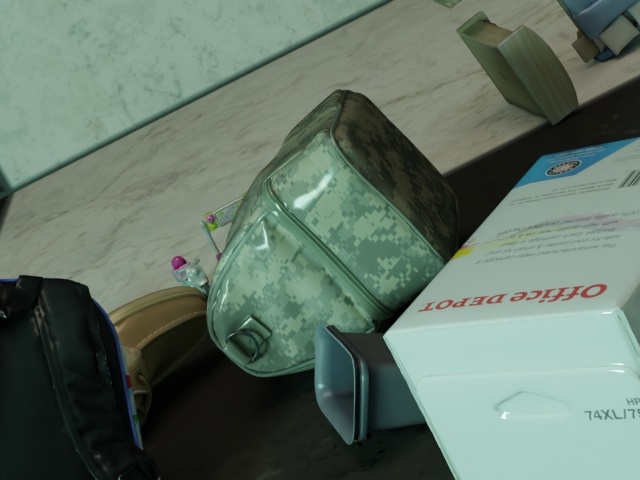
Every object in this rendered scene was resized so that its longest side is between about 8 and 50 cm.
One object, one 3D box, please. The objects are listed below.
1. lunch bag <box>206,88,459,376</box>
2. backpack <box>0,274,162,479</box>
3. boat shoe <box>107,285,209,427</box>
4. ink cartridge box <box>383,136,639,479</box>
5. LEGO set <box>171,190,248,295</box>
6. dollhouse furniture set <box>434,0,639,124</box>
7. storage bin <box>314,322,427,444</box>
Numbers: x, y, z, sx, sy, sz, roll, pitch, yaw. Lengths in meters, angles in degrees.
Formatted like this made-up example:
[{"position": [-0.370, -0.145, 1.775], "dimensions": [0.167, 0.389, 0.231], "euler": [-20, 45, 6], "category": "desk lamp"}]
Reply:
[{"position": [0.000, 0.000, 1.511], "dimensions": [0.256, 0.212, 0.305], "euler": [-40, 11, 16], "category": "lunch bag"}, {"position": [-0.292, 0.172, 1.291], "dimensions": [0.276, 0.263, 0.213], "euler": [4, -23, -23], "category": "backpack"}, {"position": [-0.242, 0.180, 1.545], "dimensions": [0.341, 0.121, 0.110], "euler": [-37, 56, -24], "category": "boat shoe"}, {"position": [0.223, 0.067, 1.026], "dimensions": [0.198, 0.197, 0.270], "euler": [-9, 25, 42], "category": "ink cartridge box"}, {"position": [-0.077, -0.035, 1.875], "dimensions": [0.287, 0.107, 0.132], "euler": [-37, 20, -28], "category": "LEGO set"}, {"position": [0.340, -0.356, 1.885], "dimensions": [0.303, 0.286, 0.198], "euler": [-39, 18, 0], "category": "dollhouse furniture set"}, {"position": [0.055, 0.134, 1.274], "dimensions": [0.091, 0.098, 0.135], "euler": [-2, 13, -14], "category": "storage bin"}]
